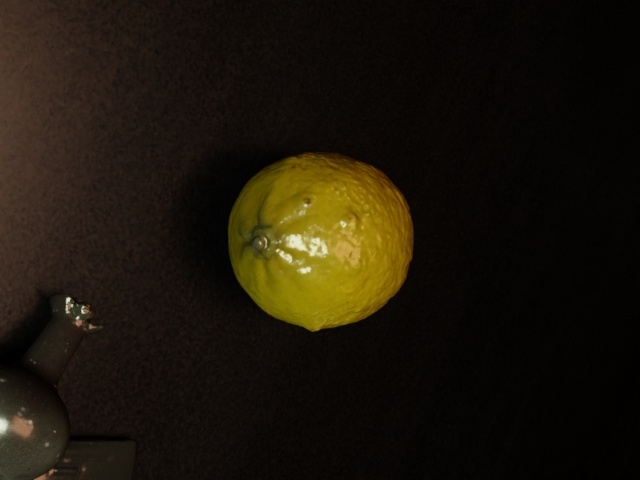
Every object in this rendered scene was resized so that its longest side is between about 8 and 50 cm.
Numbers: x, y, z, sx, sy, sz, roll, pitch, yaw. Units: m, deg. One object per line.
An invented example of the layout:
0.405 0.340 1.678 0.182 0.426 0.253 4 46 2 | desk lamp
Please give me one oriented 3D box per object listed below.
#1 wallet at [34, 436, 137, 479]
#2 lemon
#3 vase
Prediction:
-0.258 0.319 0.927 0.124 0.025 0.244 14 87 -42 | wallet
0.000 0.000 0.994 0.231 0.192 0.192 -5 101 -52 | lemon
-0.264 0.130 0.842 0.120 0.120 0.183 54 49 -33 | vase
